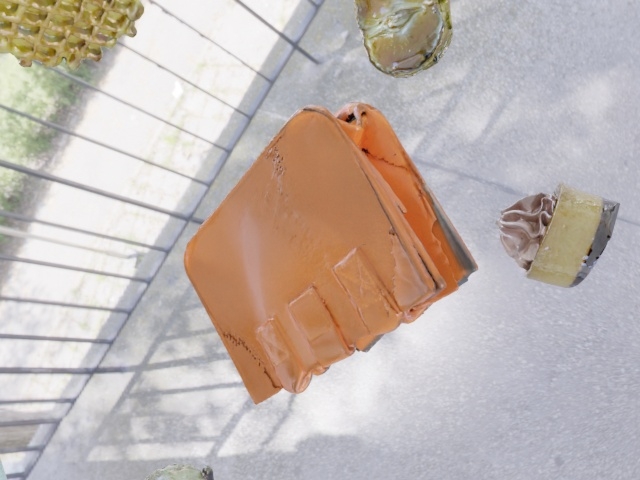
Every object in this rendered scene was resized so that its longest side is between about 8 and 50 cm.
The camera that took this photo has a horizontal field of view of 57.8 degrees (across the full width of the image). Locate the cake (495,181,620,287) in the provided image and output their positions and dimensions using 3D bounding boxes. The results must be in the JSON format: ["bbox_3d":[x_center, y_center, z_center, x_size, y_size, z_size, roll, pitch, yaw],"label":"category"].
[{"bbox_3d":[0.429,-0.026,1.096,0.178,0.185,0.207,28,122,8],"label":"cake"}]

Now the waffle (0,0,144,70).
[{"bbox_3d":[-0.274,-0.240,0.584,0.191,0.191,0.038,-29,70,26],"label":"waffle"}]

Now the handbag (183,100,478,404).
[{"bbox_3d":[-0.016,0.029,0.812,0.410,0.116,0.303,-41,73,42],"label":"handbag"}]

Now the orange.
[{"bbox_3d":[0.123,-0.329,0.870,0.160,0.112,0.169,35,93,-3],"label":"orange"}]

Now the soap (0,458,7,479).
[{"bbox_3d":[-0.517,0.332,0.778,0.231,0.145,0.091,-24,80,33],"label":"soap"}]

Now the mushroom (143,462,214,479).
[{"bbox_3d":[-0.325,0.496,0.932,0.344,0.130,0.247,-33,33,-1],"label":"mushroom"}]
